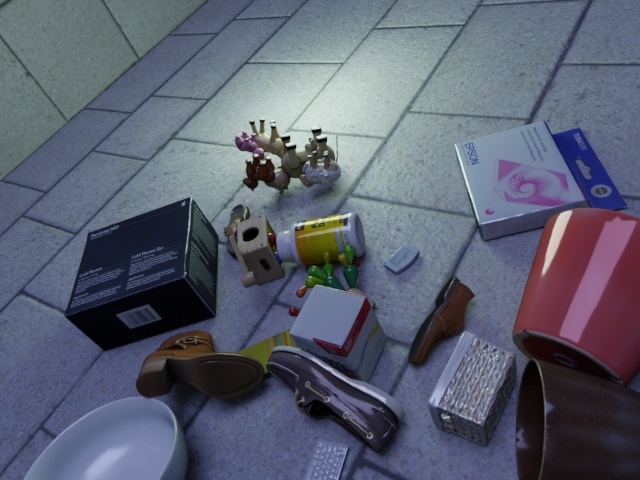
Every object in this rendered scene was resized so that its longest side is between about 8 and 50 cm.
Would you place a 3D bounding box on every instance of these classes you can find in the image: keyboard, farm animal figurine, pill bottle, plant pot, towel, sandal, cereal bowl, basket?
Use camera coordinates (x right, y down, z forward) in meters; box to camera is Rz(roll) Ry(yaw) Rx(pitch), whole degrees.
[{"bbox_3d":[-0.018,0.496,0.991,0.072,0.014,0.256,3,50,27],"label":"keyboard"},{"bbox_3d":[-0.100,-0.243,1.650,0.326,0.172,0.330,-5,38,4],"label":"farm animal figurine"},{"bbox_3d":[0.000,0.000,1.387,0.215,0.117,0.117,-10,45,16],"label":"pill bottle"},{"bbox_3d":[0.487,0.117,0.963,0.275,0.275,0.243,21,70,38],"label":"plant pot"},{"bbox_3d":[-0.146,0.282,1.257,0.237,0.021,0.102,-24,37,4],"label":"towel"},{"bbox_3d":[-0.246,-0.040,1.572,0.090,0.060,0.219,-28,41,20],"label":"sandal"},{"bbox_3d":[0.445,0.307,0.838,0.230,0.215,0.215,5,50,11],"label":"plant pot"},{"bbox_3d":[-0.415,0.489,1.071,0.339,0.141,0.339,-14,31,9],"label":"cereal bowl"},{"bbox_3d":[0.285,0.274,0.991,0.103,0.113,0.167,16,58,34],"label":"basket"}]

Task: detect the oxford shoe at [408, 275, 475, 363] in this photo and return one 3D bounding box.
[{"bbox_3d":[0.259,0.180,1.133,0.076,0.076,0.212,36,77,1],"label":"oxford shoe"}]

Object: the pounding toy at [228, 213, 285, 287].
[{"bbox_3d":[-0.157,0.032,1.383,0.094,0.181,0.206,-19,43,8],"label":"pounding toy"}]

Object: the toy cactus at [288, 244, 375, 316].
[{"bbox_3d":[0.043,0.123,1.275,0.180,0.112,0.219,31,66,18],"label":"toy cactus"}]

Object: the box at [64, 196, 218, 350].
[{"bbox_3d":[-0.473,0.088,1.481,0.343,0.179,0.312,-17,45,9],"label":"box"}]

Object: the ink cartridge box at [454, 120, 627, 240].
[{"bbox_3d":[0.529,-0.170,1.340,0.330,0.071,0.324,-15,44,13],"label":"ink cartridge box"}]

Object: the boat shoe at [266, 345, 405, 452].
[{"bbox_3d":[0.007,0.314,1.086,0.324,0.116,0.097,19,56,31],"label":"boat shoe"}]

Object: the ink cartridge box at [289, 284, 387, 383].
[{"bbox_3d":[0.043,0.202,1.130,0.128,0.176,0.127,9,55,32],"label":"ink cartridge box"}]

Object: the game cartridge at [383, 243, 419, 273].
[{"bbox_3d":[0.201,0.046,1.323,0.083,0.017,0.056,-40,41,-14],"label":"game cartridge"}]

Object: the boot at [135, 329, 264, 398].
[{"bbox_3d":[-0.267,0.278,1.247,0.283,0.109,0.220,-11,12,0],"label":"boot"}]
